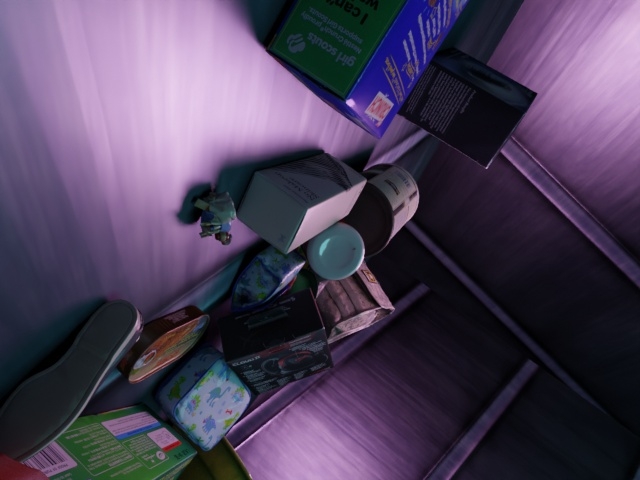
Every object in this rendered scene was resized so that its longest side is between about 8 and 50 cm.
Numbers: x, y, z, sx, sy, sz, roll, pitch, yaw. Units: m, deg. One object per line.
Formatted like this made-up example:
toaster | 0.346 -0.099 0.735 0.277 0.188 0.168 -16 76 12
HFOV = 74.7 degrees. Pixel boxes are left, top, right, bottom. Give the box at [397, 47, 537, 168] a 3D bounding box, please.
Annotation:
box | 0.427 -0.393 1.198 0.296 0.293 0.183 -42 164 -49

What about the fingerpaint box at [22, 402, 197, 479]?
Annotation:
fingerpaint box | -0.414 0.456 0.593 0.371 0.163 0.445 -52 168 -12

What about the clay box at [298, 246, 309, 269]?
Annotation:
clay box | 0.000 0.000 1.224 0.222 0.053 0.128 -41 164 -51

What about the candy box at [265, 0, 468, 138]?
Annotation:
candy box | 0.101 -0.313 0.545 0.317 0.122 0.268 -58 169 12

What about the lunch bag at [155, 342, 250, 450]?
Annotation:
lunch bag | -0.257 0.354 0.954 0.176 0.090 0.219 -47 139 -32

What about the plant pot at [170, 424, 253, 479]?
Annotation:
plant pot | -0.387 0.688 1.050 0.352 0.366 0.367 -29 155 -38

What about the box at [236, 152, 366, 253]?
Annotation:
box | -0.021 -0.080 0.762 0.094 0.113 0.275 -61 168 28

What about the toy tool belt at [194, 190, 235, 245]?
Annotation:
toy tool belt | -0.149 -0.028 0.574 0.051 0.052 0.083 -9 141 -28

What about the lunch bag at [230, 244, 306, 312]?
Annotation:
lunch bag | -0.120 0.085 0.908 0.151 0.096 0.129 -44 177 30

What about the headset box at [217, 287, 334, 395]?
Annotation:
headset box | -0.095 0.238 0.973 0.217 0.110 0.293 -19 146 -5

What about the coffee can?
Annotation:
coffee can | 0.140 -0.091 1.149 0.275 0.201 0.202 -36 158 -58

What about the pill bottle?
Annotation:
pill bottle | 0.015 0.000 0.943 0.121 0.121 0.221 -55 -164 6

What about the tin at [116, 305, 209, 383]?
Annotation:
tin | -0.261 0.172 0.711 0.106 0.040 0.189 -61 167 14

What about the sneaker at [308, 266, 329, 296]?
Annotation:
sneaker | -0.018 0.109 1.165 0.234 0.078 0.106 -48 173 -34

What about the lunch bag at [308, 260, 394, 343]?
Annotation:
lunch bag | 0.079 0.168 1.346 0.286 0.235 0.169 -16 149 -31

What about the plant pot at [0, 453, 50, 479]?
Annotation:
plant pot | -0.324 0.280 0.269 0.272 0.272 0.265 -52 177 -12

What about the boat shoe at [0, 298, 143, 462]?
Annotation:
boat shoe | -0.287 0.167 0.496 0.206 0.075 0.065 -55 171 -25

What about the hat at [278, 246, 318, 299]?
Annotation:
hat | -0.118 0.099 1.060 0.208 0.173 0.183 -48 133 -4
